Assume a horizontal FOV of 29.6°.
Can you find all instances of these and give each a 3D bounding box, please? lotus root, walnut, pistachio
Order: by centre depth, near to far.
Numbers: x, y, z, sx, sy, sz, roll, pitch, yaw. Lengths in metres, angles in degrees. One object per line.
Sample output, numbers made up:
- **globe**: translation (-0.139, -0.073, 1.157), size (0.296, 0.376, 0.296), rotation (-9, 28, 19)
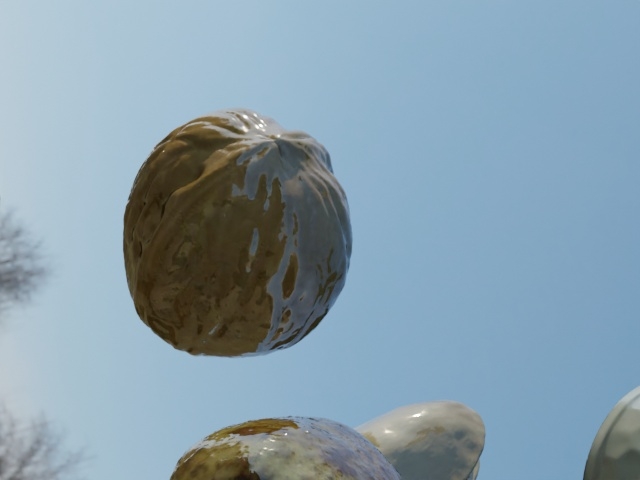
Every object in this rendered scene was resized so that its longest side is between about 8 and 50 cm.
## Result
- **lotus root**: translation (-0.013, 0.177, 0.769), size (0.145, 0.260, 0.128), rotation (22, -89, 18)
- **walnut**: translation (-0.074, -0.007, 1.093), size (0.228, 0.228, 0.228), rotation (44, -39, 51)
- **pistachio**: translation (0.093, 0.260, 1.378), size (0.152, 0.223, 0.126), rotation (30, -45, 34)

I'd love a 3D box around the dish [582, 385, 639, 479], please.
- **dish**: translation (0.435, 0.294, 1.351), size (0.120, 0.303, 0.303), rotation (-7, -83, 61)
